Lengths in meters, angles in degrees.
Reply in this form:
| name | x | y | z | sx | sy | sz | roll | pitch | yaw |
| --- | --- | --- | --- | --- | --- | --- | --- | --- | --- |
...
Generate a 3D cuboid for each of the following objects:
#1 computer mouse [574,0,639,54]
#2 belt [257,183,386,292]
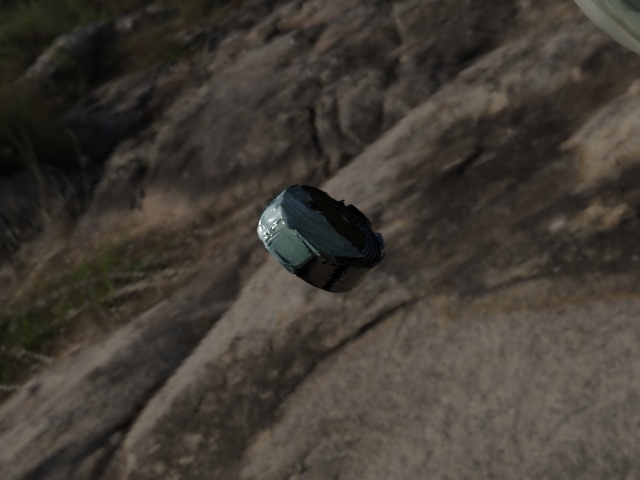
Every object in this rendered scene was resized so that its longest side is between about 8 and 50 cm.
| name | x | y | z | sx | sy | sz | roll | pitch | yaw |
| --- | --- | --- | --- | --- | --- | --- | --- | --- | --- |
| computer mouse | 0.225 | -0.227 | 0.873 | 0.095 | 0.197 | 0.331 | -57 | 25 | 30 |
| belt | 0.000 | 0.000 | 1.225 | 0.058 | 0.140 | 0.105 | -48 | 24 | 35 |
